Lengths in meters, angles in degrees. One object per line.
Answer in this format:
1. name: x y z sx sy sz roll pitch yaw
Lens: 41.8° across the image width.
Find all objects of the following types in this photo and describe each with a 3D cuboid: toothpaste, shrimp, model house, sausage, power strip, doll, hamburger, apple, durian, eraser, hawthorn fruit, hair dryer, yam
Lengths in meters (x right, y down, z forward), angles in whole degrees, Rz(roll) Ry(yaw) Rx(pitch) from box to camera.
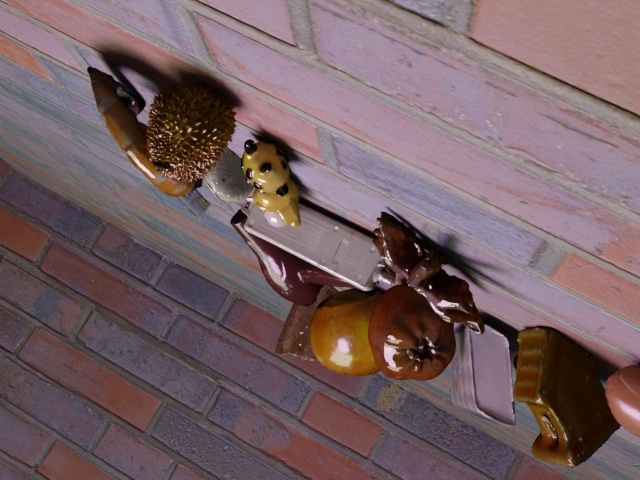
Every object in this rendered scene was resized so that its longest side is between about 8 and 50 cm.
1. toothpaste: -0.330 -0.107 2.130 0.034 0.046 0.164 30 169 22
2. shrimp: -0.313 -0.187 1.538 0.272 0.085 0.445 53 -176 5
3. model house: 0.431 0.279 1.588 0.239 0.173 0.268 62 167 2
4. sausage: 0.602 0.293 1.334 0.304 0.121 0.121 21 166 45
5. power strip: 0.000 0.000 1.614 0.338 0.098 0.058 27 -177 17
6. doll: -0.084 -0.098 1.466 0.117 0.086 0.291 60 177 16
7. hamburger: -0.176 -0.117 1.608 0.121 0.084 0.054 37 165 -36
8. apple: 0.086 0.214 2.048 0.237 0.207 0.237 5 -166 -1
9. durian: -0.205 -0.171 1.298 0.137 0.168 0.158 22 156 -15
10. eraser: 0.343 0.292 1.832 0.082 0.213 0.397 -3 171 2
11. hawthorn fruit: 0.185 0.180 1.774 0.199 0.199 0.251 34 -168 -18
12. hair dryer: -0.021 0.047 1.961 0.340 0.123 0.312 4 143 43
13. yam: -0.035 0.230 2.385 0.128 0.238 0.129 18 171 23

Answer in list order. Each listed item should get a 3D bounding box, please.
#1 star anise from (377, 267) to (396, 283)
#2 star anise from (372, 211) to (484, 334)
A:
1. star anise: 0.112 0.058 1.697 0.191 0.070 0.097 22 -167 29
2. star anise: 0.179 0.052 1.442 0.288 0.088 0.288 40 177 2
